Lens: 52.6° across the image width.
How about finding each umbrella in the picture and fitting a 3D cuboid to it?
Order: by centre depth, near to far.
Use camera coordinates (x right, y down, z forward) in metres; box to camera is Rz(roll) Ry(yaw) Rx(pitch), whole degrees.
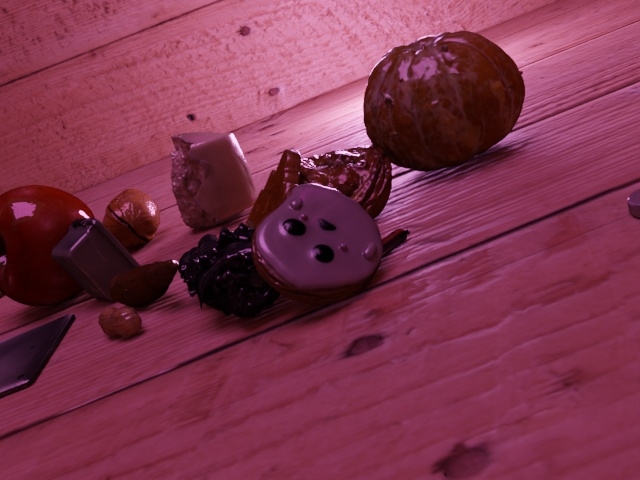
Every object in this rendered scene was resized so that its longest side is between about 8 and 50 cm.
[{"bbox_3d":[-0.151,0.035,1.046,0.154,0.128,0.336,-28,16,-13],"label":"umbrella"}]

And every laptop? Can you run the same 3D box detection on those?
[{"bbox_3d":[-0.558,0.217,1.152,0.187,0.015,0.269,-21,19,2],"label":"laptop"}]

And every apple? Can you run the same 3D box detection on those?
[{"bbox_3d":[-0.595,0.013,1.393,0.260,0.261,0.216,-4,6,42],"label":"apple"}]

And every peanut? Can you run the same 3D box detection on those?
[{"bbox_3d":[-0.338,0.135,1.086,0.113,0.054,0.054,-3,26,45],"label":"peanut"}]

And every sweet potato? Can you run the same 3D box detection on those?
[{"bbox_3d":[-0.309,0.080,1.157,0.243,0.077,0.077,-13,19,49],"label":"sweet potato"}]

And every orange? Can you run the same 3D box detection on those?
[{"bbox_3d":[0.241,-0.283,1.297,0.329,0.249,0.329,-19,26,10],"label":"orange"}]

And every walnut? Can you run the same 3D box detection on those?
[{"bbox_3d":[-0.473,-0.049,1.620,0.144,0.144,0.180,-23,22,-4],"label":"walnut"}]

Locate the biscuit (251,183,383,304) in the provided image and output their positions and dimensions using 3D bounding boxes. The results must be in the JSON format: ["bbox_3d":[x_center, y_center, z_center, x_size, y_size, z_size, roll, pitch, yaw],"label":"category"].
[{"bbox_3d":[0.000,0.000,0.915,0.181,0.049,0.208,32,45,11],"label":"biscuit"}]

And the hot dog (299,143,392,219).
[{"bbox_3d":[0.038,-0.111,1.243,0.196,0.122,0.272,-15,17,-1],"label":"hot dog"}]

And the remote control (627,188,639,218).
[{"bbox_3d":[0.502,-0.077,0.789,0.244,0.022,0.077,-19,16,10],"label":"remote control"}]

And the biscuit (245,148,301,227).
[{"bbox_3d":[-0.088,-0.051,1.198,0.041,0.212,0.238,15,-18,-20],"label":"biscuit"}]

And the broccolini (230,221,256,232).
[{"bbox_3d":[-0.148,-0.006,1.165,0.051,0.054,0.239,-15,-2,-15],"label":"broccolini"}]

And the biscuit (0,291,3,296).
[{"bbox_3d":[-0.916,0.095,1.803,0.329,0.078,0.335,-11,23,17],"label":"biscuit"}]

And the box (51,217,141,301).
[{"bbox_3d":[-0.446,0.046,1.289,0.124,0.172,0.093,-2,42,48],"label":"box"}]

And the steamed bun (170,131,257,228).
[{"bbox_3d":[-0.269,-0.145,1.508,0.200,0.226,0.170,-14,20,18],"label":"steamed bun"}]

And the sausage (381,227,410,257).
[{"bbox_3d":[0.065,0.030,0.968,0.198,0.025,0.028,-32,6,-30],"label":"sausage"}]
